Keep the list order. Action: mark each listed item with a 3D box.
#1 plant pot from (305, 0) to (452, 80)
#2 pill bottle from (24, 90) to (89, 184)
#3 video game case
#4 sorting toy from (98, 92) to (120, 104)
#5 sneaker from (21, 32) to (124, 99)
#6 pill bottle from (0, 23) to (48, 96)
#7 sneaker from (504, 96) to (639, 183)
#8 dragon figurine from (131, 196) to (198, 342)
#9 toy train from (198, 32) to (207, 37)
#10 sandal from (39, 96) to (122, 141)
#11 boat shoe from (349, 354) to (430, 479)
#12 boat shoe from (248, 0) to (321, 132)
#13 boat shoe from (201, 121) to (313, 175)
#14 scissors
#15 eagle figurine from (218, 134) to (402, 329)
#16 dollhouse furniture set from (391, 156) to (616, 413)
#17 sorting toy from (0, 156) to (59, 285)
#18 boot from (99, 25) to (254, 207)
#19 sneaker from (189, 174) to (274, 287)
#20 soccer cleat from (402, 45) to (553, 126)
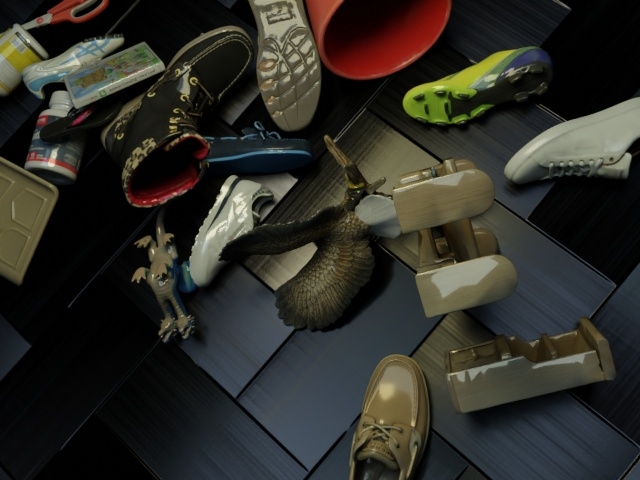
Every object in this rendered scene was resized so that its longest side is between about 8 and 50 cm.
[{"bbox_3d":[0.086,-0.494,1.726,0.275,0.275,0.243,-26,58,5],"label":"plant pot"},{"bbox_3d":[-0.548,-0.217,1.863,0.108,0.108,0.180,5,73,16],"label":"pill bottle"},{"bbox_3d":[-0.429,-0.344,1.818,0.193,0.023,0.212,-26,30,-9],"label":"video game case"},{"bbox_3d":[-0.471,-0.327,1.915,0.061,0.042,0.101,-15,69,9],"label":"sorting toy"},{"bbox_3d":[-0.534,-0.387,1.941,0.237,0.085,0.086,-27,108,-4],"label":"sneaker"},{"bbox_3d":[-0.703,-0.385,1.960,0.184,0.103,0.103,-43,67,-2],"label":"pill bottle"},{"bbox_3d":[0.478,-0.151,1.579,0.290,0.106,0.123,-23,65,4],"label":"sneaker"},{"bbox_3d":[-0.293,0.060,1.716,0.085,0.144,0.289,-14,50,11],"label":"dragon figurine"},{"bbox_3d":[-0.271,-0.376,1.883,0.027,0.036,0.158,17,77,19],"label":"toy train"},{"bbox_3d":[-0.486,-0.250,1.780,0.179,0.040,0.067,-22,40,-3],"label":"sandal"},{"bbox_3d":[0.113,0.357,1.500,0.122,0.110,0.341,4,73,16],"label":"boat shoe"},{"bbox_3d":[-0.064,-0.393,1.788,0.132,0.130,0.355,-7,91,7],"label":"boat shoe"},{"bbox_3d":[-0.142,-0.190,1.752,0.258,0.109,0.089,0,69,12],"label":"boat shoe"},{"bbox_3d":[-0.622,-0.501,2.023,0.297,0.021,0.109,-30,69,1],"label":"scissors"},{"bbox_3d":[-0.001,0.002,1.610,0.226,0.225,0.298,39,75,16],"label":"eagle figurine"},{"bbox_3d":[0.292,0.048,1.440,0.257,0.362,0.394,-15,95,8],"label":"dollhouse furniture set"},{"bbox_3d":[-0.698,-0.067,1.864,0.307,0.041,0.229,26,99,21],"label":"sorting toy"},{"bbox_3d":[-0.260,-0.239,1.716,0.377,0.138,0.284,-35,35,5],"label":"boot"},{"bbox_3d":[-0.176,-0.012,1.715,0.095,0.090,0.235,21,80,10],"label":"sneaker"},{"bbox_3d":[0.301,-0.299,1.700,0.289,0.093,0.121,-14,39,14],"label":"soccer cleat"}]
